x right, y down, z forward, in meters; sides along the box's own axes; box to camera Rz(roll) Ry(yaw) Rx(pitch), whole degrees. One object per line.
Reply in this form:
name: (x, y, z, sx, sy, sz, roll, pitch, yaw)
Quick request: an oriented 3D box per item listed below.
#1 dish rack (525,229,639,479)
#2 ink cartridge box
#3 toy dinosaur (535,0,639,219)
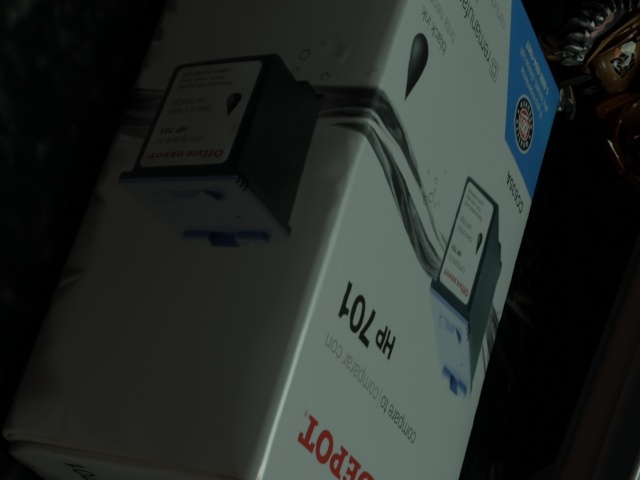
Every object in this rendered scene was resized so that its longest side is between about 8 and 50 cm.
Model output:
dish rack: (0.198, 0.081, 0.892, 0.285, 0.072, 0.333, 40, 69, -62)
ink cartridge box: (0.000, 0.000, 0.481, 0.139, 0.082, 0.191, 52, 49, -56)
toy dinosaur: (0.123, -0.146, 0.671, 0.322, 0.164, 0.218, 58, 9, 6)
